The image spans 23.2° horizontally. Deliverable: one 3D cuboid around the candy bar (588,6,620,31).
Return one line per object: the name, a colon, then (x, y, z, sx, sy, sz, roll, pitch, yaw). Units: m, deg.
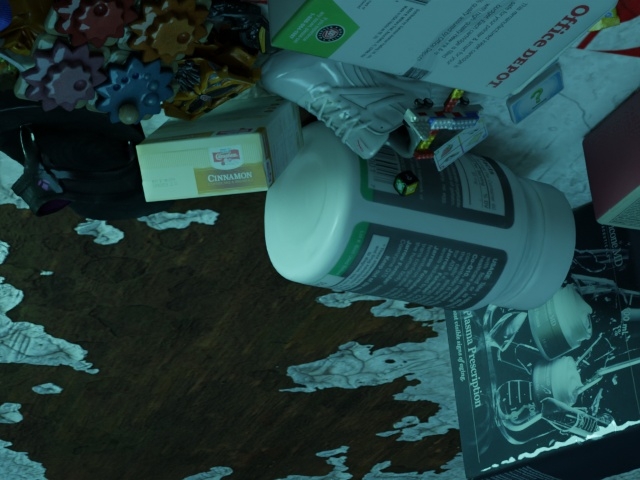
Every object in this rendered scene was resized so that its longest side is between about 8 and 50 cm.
candy bar: (0.300, -0.275, 1.692, 0.040, 0.018, 0.161, -11, 154, 10)

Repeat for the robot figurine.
robot figurine: (-0.187, -0.209, 1.653, 0.211, 0.085, 0.291, -26, 147, 37)

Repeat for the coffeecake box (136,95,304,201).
coffeecake box: (-0.109, -0.107, 1.760, 0.142, 0.068, 0.185, -5, -163, 14)

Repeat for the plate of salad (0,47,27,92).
plate of salad: (-0.396, -0.189, 1.626, 0.200, 0.048, 0.200, 17, 171, 3)

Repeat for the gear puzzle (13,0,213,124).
gear puzzle: (-0.157, -0.247, 1.503, 0.175, 0.044, 0.339, 8, 127, -36)

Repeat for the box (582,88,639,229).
box: (0.451, -0.117, 1.918, 0.149, 0.126, 0.232, 7, 151, -24)

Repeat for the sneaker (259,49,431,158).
sneaker: (0.036, -0.153, 1.775, 0.232, 0.115, 0.090, 11, 150, -30)

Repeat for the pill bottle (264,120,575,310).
pill bottle: (0.129, -0.020, 1.964, 0.361, 0.204, 0.204, 12, 149, -29)

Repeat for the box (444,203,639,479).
box: (0.359, 0.157, 2.212, 0.312, 0.343, 0.179, -23, 148, 30)

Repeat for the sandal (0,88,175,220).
sandal: (-0.266, -0.073, 1.804, 0.168, 0.107, 0.446, -11, 164, 11)

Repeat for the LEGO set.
LEGO set: (0.183, -0.141, 1.783, 0.244, 0.060, 0.182, -36, 152, -4)

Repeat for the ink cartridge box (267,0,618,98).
ink cartridge box: (0.119, -0.264, 1.560, 0.289, 0.121, 0.211, 10, 150, -29)

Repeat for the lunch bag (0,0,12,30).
lunch bag: (-0.527, -0.224, 1.392, 0.385, 0.239, 0.328, -35, 141, 31)
